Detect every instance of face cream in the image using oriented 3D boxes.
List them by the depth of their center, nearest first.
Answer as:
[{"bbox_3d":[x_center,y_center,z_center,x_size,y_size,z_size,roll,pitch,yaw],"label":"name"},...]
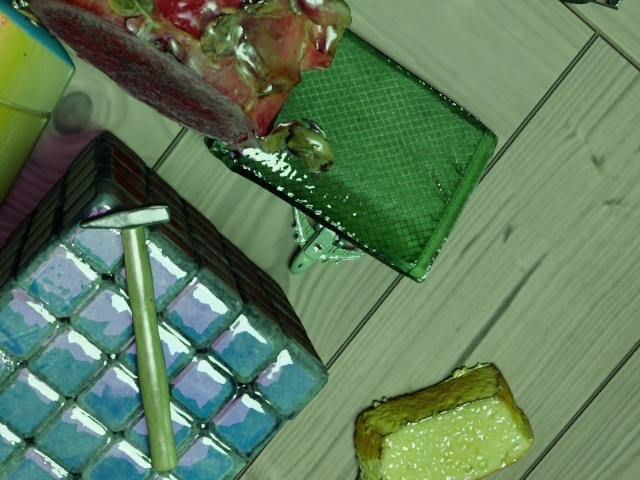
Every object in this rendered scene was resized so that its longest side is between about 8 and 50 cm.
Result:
[{"bbox_3d":[-0.308,-0.069,0.923,0.139,0.067,0.285,18,107,-53],"label":"face cream"}]

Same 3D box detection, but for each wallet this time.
[{"bbox_3d":[0.032,-0.086,0.997,0.236,0.055,0.160,32,87,-21],"label":"wallet"}]

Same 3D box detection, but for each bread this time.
[{"bbox_3d":[0.116,0.196,1.106,0.187,0.065,0.103,-18,115,-2],"label":"bread"}]

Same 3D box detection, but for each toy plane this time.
[{"bbox_3d":[0.000,0.001,1.034,0.080,0.033,0.083,38,98,-12],"label":"toy plane"}]

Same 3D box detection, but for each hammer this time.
[{"bbox_3d":[-0.126,0.072,0.796,0.062,0.013,0.199,-8,106,-9],"label":"hammer"}]

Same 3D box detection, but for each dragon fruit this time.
[{"bbox_3d":[-0.088,-0.172,0.861,0.282,0.211,0.147,28,80,2],"label":"dragon fruit"}]

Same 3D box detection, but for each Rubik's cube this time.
[{"bbox_3d":[-0.169,0.086,0.923,0.237,0.238,0.237,-46,107,3],"label":"Rubik's cube"}]

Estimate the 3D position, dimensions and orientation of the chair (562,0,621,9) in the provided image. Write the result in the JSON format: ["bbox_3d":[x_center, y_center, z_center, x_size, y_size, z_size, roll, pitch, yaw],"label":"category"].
[{"bbox_3d":[0.235,-0.228,1.004,0.086,0.042,0.037,-8,115,-46],"label":"chair"}]
